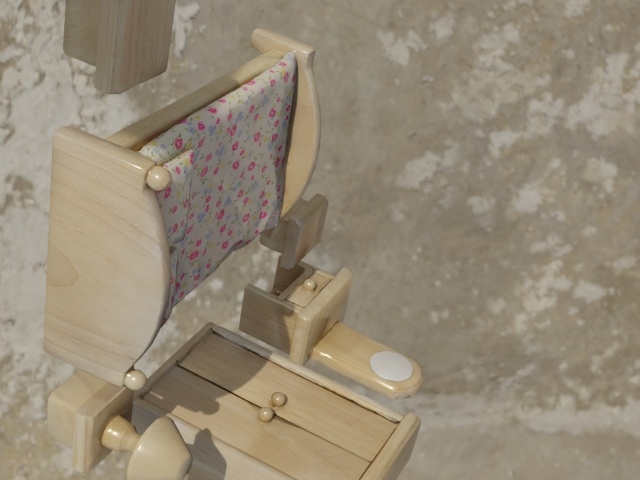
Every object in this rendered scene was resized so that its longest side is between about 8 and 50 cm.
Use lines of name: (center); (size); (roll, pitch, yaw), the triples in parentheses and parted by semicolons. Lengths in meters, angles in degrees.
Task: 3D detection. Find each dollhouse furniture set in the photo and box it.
dollhouse furniture set: (0.000, 0.000, 0.620); (0.174, 0.303, 0.355); (24, 126, 17)
